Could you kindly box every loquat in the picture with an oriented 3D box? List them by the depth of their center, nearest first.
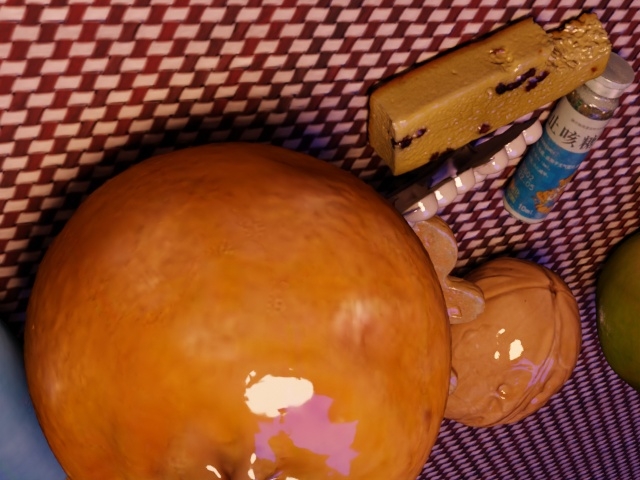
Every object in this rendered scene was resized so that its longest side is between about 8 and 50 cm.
[{"bbox_3d":[-0.061,0.084,1.092,0.328,0.328,0.328,-24,150,-15],"label":"loquat"}]

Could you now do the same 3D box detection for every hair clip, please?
[{"bbox_3d":[0.085,-0.045,1.272,0.220,0.054,0.140,-33,-177,-38],"label":"hair clip"}]

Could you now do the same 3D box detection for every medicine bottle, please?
[{"bbox_3d":[0.231,-0.095,1.376,0.051,0.051,0.191,-12,145,-33],"label":"medicine bottle"}]

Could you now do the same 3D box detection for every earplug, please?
[{"bbox_3d":[-0.283,0.100,1.101,0.132,0.132,0.273,-29,148,-7],"label":"earplug"}]

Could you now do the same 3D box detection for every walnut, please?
[{"bbox_3d":[0.188,0.111,1.546,0.165,0.165,0.197,0,147,-45],"label":"walnut"}]

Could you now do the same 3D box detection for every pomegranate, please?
[{"bbox_3d":[0.411,0.048,1.634,0.236,0.236,0.302,-29,128,-6],"label":"pomegranate"}]

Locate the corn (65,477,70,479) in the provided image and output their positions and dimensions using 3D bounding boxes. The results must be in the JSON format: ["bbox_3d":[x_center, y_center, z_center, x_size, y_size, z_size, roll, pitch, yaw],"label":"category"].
[{"bbox_3d":[-0.242,0.271,1.439,0.091,0.091,0.260,26,125,-17],"label":"corn"}]

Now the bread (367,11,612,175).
[{"bbox_3d":[0.147,-0.134,1.234,0.226,0.049,0.088,-26,151,-12],"label":"bread"}]

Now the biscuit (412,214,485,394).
[{"bbox_3d":[0.083,0.066,1.428,0.153,0.030,0.234,1,127,-2],"label":"biscuit"}]
